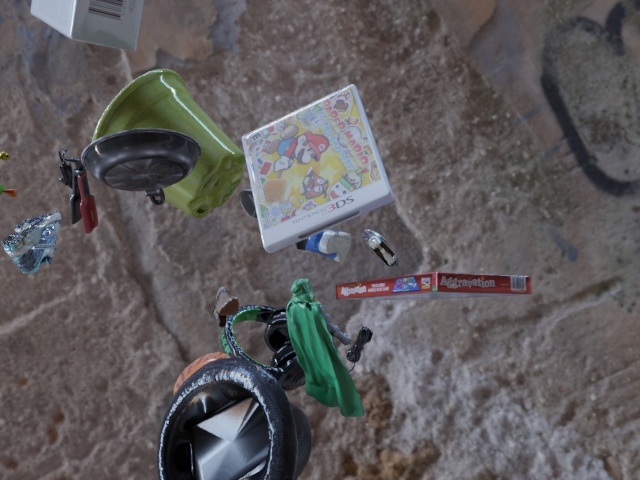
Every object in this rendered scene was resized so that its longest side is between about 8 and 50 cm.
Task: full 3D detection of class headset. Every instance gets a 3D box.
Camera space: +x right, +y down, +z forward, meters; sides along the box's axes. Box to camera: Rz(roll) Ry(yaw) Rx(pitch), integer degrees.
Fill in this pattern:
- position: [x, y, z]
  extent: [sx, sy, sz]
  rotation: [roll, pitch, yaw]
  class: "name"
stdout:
- position: [-0.063, 0.267, 1.833]
  extent: [0.393, 0.243, 0.185]
  rotation: [15, -57, -23]
  class: "headset"

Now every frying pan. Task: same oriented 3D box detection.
- position: [-0.327, -0.109, 1.212]
  extent: [0.197, 0.053, 0.326]
  rotation: [-1, -20, -30]
  class: "frying pan"

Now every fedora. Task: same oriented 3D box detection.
- position: [-0.130, 0.361, 1.188]
  extent: [0.334, 0.334, 0.152]
  rotation: [-33, -32, 31]
  class: "fedora"

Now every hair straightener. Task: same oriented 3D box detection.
- position: [-0.515, -0.108, 1.422]
  extent: [0.047, 0.089, 0.230]
  rotation: [-53, -15, -32]
  class: "hair straightener"

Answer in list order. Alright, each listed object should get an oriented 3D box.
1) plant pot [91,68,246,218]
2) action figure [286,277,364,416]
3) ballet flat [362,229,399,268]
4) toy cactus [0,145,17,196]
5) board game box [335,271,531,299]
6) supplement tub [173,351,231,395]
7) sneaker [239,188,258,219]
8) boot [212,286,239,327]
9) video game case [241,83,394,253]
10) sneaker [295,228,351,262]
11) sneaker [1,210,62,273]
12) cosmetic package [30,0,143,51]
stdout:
- position: [-0.311, -0.192, 1.527]
  extent: [0.276, 0.253, 0.276]
  rotation: [-49, -12, -14]
  class: "plant pot"
- position: [-0.001, 0.164, 1.104]
  extent: [0.137, 0.232, 0.063]
  rotation: [5, 32, 42]
  class: "action figure"
- position: [0.140, 0.018, 1.589]
  extent: [0.041, 0.114, 0.041]
  rotation: [-42, -6, -5]
  class: "ballet flat"
- position: [-0.811, -0.195, 1.710]
  extent: [0.112, 0.181, 0.219]
  rotation: [3, -15, -19]
  class: "toy cactus"
- position: [0.146, 0.068, 0.972]
  extent: [0.144, 0.027, 0.281]
  rotation: [4, -8, -24]
  class: "board game box"
- position: [-0.196, 0.421, 1.610]
  extent: [0.193, 0.316, 0.194]
  rotation: [-21, 31, 13]
  class: "supplement tub"
- position: [-0.128, -0.071, 1.526]
  extent: [0.152, 0.061, 0.054]
  rotation: [33, -84, -41]
  class: "sneaker"
- position: [-0.225, 0.144, 1.628]
  extent: [0.042, 0.087, 0.118]
  rotation: [13, -49, -26]
  class: "boot"
- position: [-0.012, -0.114, 1.059]
  extent: [0.206, 0.227, 0.026]
  rotation: [-23, -34, 13]
  class: "video game case"
- position: [0.000, -0.001, 1.259]
  extent: [0.058, 0.084, 0.152]
  rotation: [-70, -18, 1]
  class: "sneaker"
- position: [-0.793, 0.008, 1.930]
  extent: [0.110, 0.122, 0.283]
  rotation: [-15, 20, 7]
  class: "sneaker"
- position: [-0.589, -0.635, 1.733]
  extent: [0.161, 0.453, 0.230]
  rotation: [3, -69, -36]
  class: "cosmetic package"
